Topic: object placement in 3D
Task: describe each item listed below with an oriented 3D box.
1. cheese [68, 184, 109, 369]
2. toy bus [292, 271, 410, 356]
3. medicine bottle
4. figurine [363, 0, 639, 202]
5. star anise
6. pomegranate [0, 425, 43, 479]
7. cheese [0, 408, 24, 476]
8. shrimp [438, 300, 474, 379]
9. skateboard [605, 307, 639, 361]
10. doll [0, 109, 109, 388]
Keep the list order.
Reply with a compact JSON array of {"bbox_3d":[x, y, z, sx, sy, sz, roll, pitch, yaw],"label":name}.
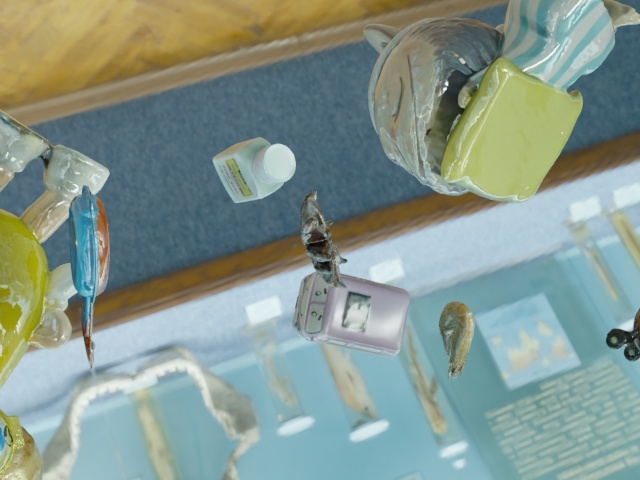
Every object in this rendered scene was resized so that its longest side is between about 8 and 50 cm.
[{"bbox_3d":[-0.254,0.040,1.103,0.037,0.106,0.256,-5,136,-18],"label":"cheese"},{"bbox_3d":[0.058,0.138,1.917,0.202,0.142,0.142,13,174,-16],"label":"toy bus"},{"bbox_3d":[-0.086,-0.097,1.352,0.055,0.074,0.118,-34,-164,-32],"label":"medicine bottle"},{"bbox_3d":[0.190,-0.272,1.448,0.361,0.377,0.266,-53,145,1],"label":"figurine"},{"bbox_3d":[-0.001,-0.001,1.351,0.042,0.141,0.141,-17,155,9],"label":"star anise"},{"bbox_3d":[-0.641,0.444,1.945,0.207,0.207,0.207,-19,154,-10],"label":"pomegranate"},{"bbox_3d":[-0.626,0.355,1.690,0.250,0.157,0.064,-12,174,-28],"label":"cheese"},{"bbox_3d":[0.175,0.129,1.321,0.023,0.059,0.108,-10,120,-38],"label":"shrimp"},{"bbox_3d":[0.336,0.116,0.897,0.080,0.151,0.067,-47,145,10],"label":"skateboard"},{"bbox_3d":[-0.449,0.016,1.258,0.423,0.348,0.161,-36,174,-16],"label":"doll"}]
